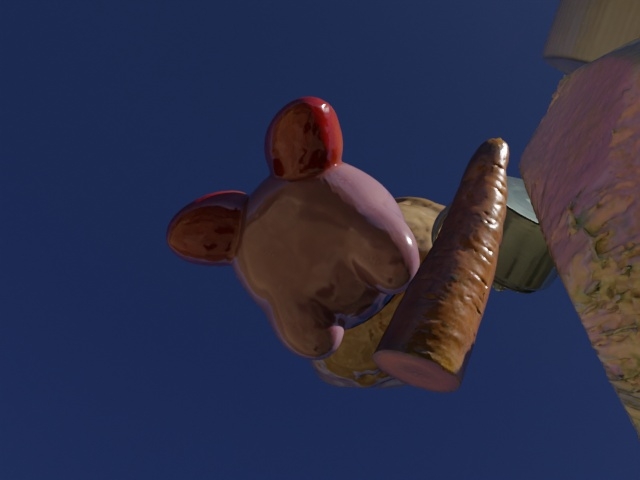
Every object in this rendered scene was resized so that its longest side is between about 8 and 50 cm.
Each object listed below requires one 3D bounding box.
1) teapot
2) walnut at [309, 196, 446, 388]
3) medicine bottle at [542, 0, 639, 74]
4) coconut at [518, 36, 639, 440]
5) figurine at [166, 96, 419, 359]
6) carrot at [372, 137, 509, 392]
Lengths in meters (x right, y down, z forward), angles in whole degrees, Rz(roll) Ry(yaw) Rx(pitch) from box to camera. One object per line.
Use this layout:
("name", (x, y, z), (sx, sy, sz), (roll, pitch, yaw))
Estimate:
("teapot", (0.272, 0.007, 1.186), (0.239, 0.162, 0.149), (15, -62, -12))
("walnut", (0.123, 0.086, 1.380), (0.306, 0.306, 0.344), (34, -69, -7))
("medicine bottle", (0.391, -0.350, 0.885), (0.224, 0.224, 0.384), (19, -81, -1))
("coconut", (0.237, -0.013, 0.391), (0.245, 0.233, 0.233), (-23, -73, 18))
("figurine", (-0.004, -0.006, 1.071), (0.270, 0.211, 0.261), (-45, -99, 14))
("carrot", (0.101, 0.005, 0.598), (0.061, 0.209, 0.061), (19, -29, 11))
